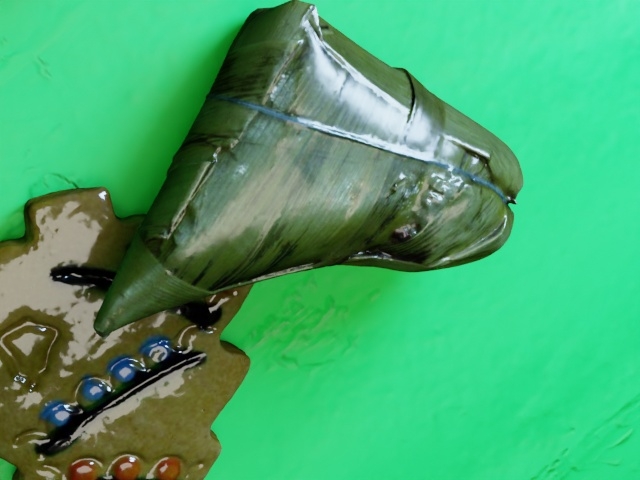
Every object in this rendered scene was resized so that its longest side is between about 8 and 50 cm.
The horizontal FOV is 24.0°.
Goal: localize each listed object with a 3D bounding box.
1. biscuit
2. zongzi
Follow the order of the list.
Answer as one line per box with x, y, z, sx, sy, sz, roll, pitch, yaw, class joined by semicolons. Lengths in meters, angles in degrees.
-0.159;0.105;1.138;0.278;0.043;0.301;-16;109;-12;biscuit
0.000;0.000;1.093;0.251;0.125;0.274;30;81;-18;zongzi
